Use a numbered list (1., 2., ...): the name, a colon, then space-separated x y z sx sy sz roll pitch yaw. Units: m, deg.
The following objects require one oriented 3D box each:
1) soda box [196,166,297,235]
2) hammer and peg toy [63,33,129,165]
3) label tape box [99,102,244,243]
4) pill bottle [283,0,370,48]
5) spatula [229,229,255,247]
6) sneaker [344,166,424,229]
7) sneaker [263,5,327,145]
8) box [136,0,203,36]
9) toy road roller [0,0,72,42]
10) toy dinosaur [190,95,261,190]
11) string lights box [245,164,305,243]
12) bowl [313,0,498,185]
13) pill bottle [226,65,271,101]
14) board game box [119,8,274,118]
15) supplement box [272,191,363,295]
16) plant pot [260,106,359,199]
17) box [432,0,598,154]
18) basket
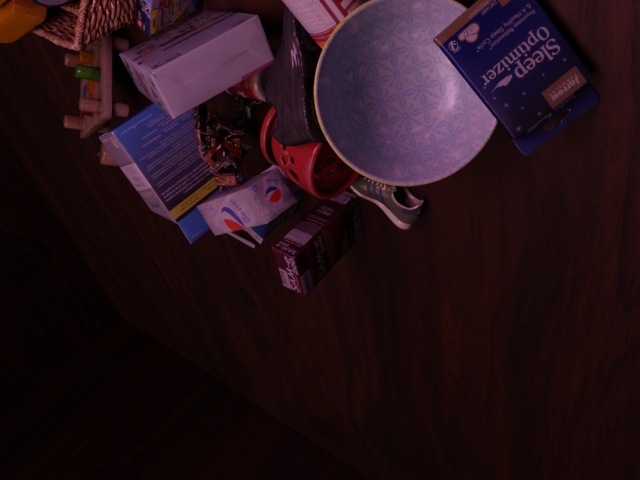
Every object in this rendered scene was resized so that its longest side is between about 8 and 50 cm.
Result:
1. soda box: -0.178 -0.084 1.319 0.286 0.098 0.091 -9 116 55
2. hammer and peg toy: -0.626 -0.377 1.567 0.266 0.127 0.362 -7 83 54
3. label tape box: -0.380 -0.200 1.532 0.115 0.249 0.348 0 128 49
4. pill bottle: -0.016 -0.421 0.898 0.121 0.121 0.221 6 153 47
5. spatula: -0.301 -0.070 1.825 0.242 0.019 0.168 26 139 28
6. sneaker: 0.140 -0.112 1.207 0.192 0.064 0.086 41 142 5
7. sneaker: -0.050 -0.307 1.028 0.130 0.109 0.286 -9 76 42
8. box: -0.290 -0.533 1.116 0.044 0.159 0.233 40 149 5
9. toy road roller: -0.709 -0.587 1.203 0.329 0.240 0.203 -16 88 33
10. toy dinosaur: -0.247 -0.246 1.347 0.322 0.164 0.218 38 130 41
11. string lights box: -0.109 -0.108 1.430 0.077 0.133 0.260 44 150 7
12. bowl: 0.135 -0.245 0.925 0.289 0.289 0.156 53 -169 -14
13. pill bottle: -0.162 -0.357 1.246 0.152 0.086 0.086 20 141 36
14. board game box: -0.255 -0.364 1.130 0.303 0.224 0.098 40 158 53
15. supplement box: 0.000 0.000 1.326 0.073 0.239 0.130 22 143 33
16. plant pot: -0.015 -0.205 1.156 0.174 0.191 0.191 35 148 28
17. box: 0.285 -0.246 0.812 0.225 0.136 0.036 49 -167 -8
18. basket: -0.604 -0.617 1.333 0.299 0.223 0.214 30 146 25
